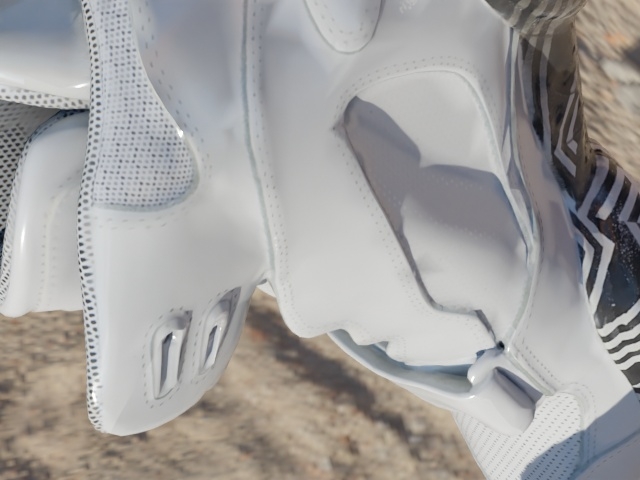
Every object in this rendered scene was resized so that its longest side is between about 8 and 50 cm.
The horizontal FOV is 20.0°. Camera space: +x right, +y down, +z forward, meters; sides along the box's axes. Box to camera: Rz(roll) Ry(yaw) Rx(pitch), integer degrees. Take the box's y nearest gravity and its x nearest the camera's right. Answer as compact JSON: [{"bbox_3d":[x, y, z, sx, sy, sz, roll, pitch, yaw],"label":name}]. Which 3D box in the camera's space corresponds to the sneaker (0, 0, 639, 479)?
[{"bbox_3d":[0.000,0.000,0.576,0.210,0.365,0.137,-34,43,-18],"label":"sneaker"}]
